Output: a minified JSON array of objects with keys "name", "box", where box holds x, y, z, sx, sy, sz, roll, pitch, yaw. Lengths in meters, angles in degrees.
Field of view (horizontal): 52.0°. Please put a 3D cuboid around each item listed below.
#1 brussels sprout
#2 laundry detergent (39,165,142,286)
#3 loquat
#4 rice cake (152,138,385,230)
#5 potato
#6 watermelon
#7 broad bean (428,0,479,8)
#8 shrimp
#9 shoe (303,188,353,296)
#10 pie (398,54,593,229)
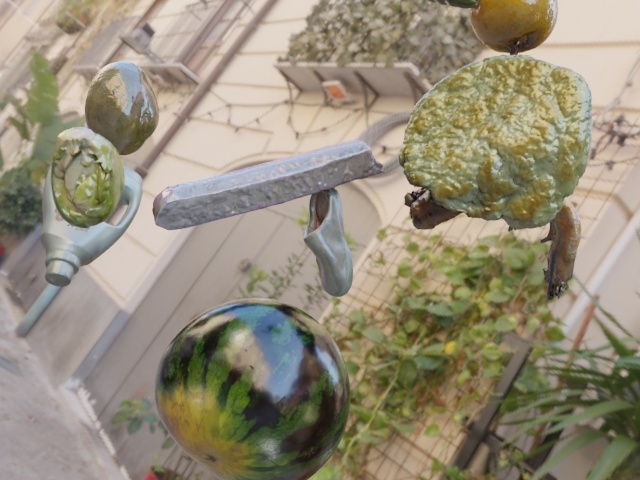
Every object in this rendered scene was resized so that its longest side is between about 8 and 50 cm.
[{"name":"brussels sprout","box":[-0.428,-0.115,1.196,0.132,0.183,0.145,4,12,-3]},{"name":"laundry detergent","box":[-0.650,-0.051,1.802,0.264,0.397,0.124,12,-40,-13]},{"name":"loquat","box":[0.458,-0.544,1.557,0.208,0.208,0.208,34,-8,5]},{"name":"rice cake","box":[-0.082,-0.097,1.079,0.070,0.399,0.064,-137,-145,-55]},{"name":"potato","box":[-0.430,-0.291,1.428,0.160,0.178,0.235,28,27,-25]},{"name":"watermelon","box":[-0.089,0.202,0.890,0.269,0.268,0.269,34,-8,5]},{"name":"broad bean","box":[0.267,-0.556,1.470,0.052,0.053,0.256,48,-2,-39]},{"name":"shrimp","box":[0.427,0.008,1.260,0.152,0.046,0.219,29,-49,50]},{"name":"shoe","box":[0.000,0.000,1.116,0.078,0.195,0.079,3,-12,-36]},{"name":"pie","box":[0.245,-0.143,0.944,0.275,0.256,0.106,1,-8,33]}]
